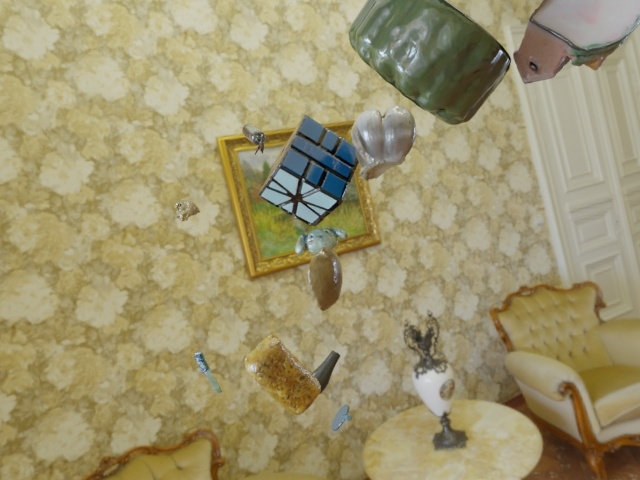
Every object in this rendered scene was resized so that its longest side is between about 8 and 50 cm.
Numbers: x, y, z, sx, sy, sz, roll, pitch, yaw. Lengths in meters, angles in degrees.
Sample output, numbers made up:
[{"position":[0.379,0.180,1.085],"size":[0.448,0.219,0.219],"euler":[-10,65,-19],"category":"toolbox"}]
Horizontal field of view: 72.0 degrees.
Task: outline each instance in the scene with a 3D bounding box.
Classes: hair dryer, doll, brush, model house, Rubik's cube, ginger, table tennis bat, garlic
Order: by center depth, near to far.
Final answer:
[{"position":[0.624,-0.494,1.078],"size":[0.237,0.202,0.237],"euler":[-50,-16,-5],"category":"model house"},{"position":[0.077,0.623,1.550],"size":[0.100,0.019,0.155],"euler":[-55,1,-27],"category":"table tennis bat"},{"position":[0.217,-0.365,1.561],"size":[0.210,0.291,0.237],"euler":[0,-14,-2],"category":"garlic"},{"position":[-0.415,0.492,1.624],"size":[0.033,0.178,0.030],"euler":[-23,9,10],"category":"brush"},{"position":[0.000,0.000,1.707],"size":[0.214,0.103,0.071],"euler":[-18,-40,-7],"category":"doll"},{"position":[-0.043,-0.268,1.771],"size":[0.289,0.283,0.293],"euler":[29,-26,-15],"category":"Rubik's cube"},{"position":[-0.572,-0.130,1.848],"size":[0.096,0.067,0.165],"euler":[30,17,-3],"category":"ginger"},{"position":[-0.046,0.597,2.088],"size":[0.272,0.091,0.235],"euler":[12,60,49],"category":"hair dryer"}]

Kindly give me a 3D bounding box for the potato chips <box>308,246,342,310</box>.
[{"position":[0.032,0.127,1.438],"size":[0.062,0.207,0.195],"euler":[1,-10,30],"category":"potato chips"}]

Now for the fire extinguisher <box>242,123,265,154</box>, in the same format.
[{"position":[-0.320,-0.505,2.209],"size":[0.075,0.106,0.252],"euler":[-10,32,-26],"category":"fire extinguisher"}]

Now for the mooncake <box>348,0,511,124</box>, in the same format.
[{"position":[0.240,-0.428,1.014],"size":[0.194,0.356,0.356],"euler":[-55,-18,22],"category":"mooncake"}]

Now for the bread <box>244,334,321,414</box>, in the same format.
[{"position":[-0.089,0.336,1.091],"size":[0.114,0.211,0.083],"euler":[-46,24,-14],"category":"bread"}]
